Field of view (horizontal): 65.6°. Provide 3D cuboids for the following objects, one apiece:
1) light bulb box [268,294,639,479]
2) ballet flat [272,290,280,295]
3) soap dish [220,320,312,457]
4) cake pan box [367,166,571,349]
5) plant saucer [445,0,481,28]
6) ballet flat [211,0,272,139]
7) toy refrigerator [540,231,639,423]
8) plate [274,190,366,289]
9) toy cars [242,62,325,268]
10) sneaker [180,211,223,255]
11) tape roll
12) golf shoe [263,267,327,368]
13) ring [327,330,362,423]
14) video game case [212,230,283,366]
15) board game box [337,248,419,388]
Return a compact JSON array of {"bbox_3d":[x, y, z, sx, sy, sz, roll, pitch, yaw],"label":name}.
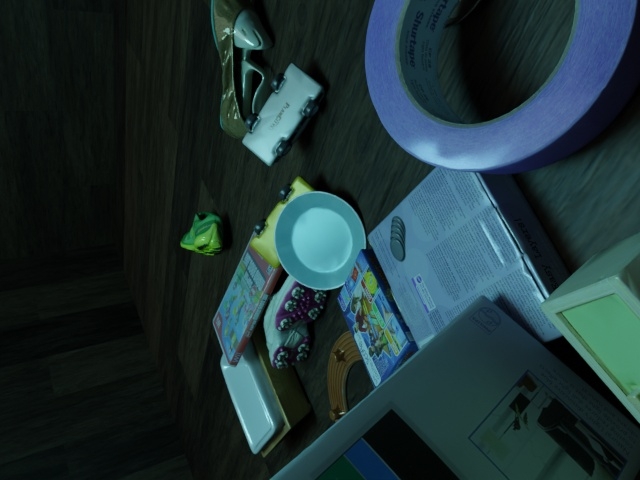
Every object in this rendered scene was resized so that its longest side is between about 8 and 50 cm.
[{"bbox_3d":[0.096,0.314,0.548,0.225,0.361,0.358,43,141,24],"label":"light bulb box"},{"bbox_3d":[-0.108,0.167,1.229,0.041,0.041,0.114,53,140,37],"label":"ballet flat"},{"bbox_3d":[-0.144,0.370,1.262,0.291,0.118,0.229,62,145,28],"label":"soap dish"},{"bbox_3d":[0.191,0.044,0.664,0.267,0.070,0.246,67,149,21],"label":"cake pan box"},{"bbox_3d":[0.165,-0.355,0.624,0.168,0.029,0.169,26,121,53],"label":"plant saucer"},{"bbox_3d":[-0.165,-0.391,1.098,0.124,0.116,0.343,20,118,33],"label":"ballet flat"},{"bbox_3d":[0.306,0.124,0.373,0.270,0.094,0.102,51,162,10],"label":"toy refrigerator"},{"bbox_3d":[0.000,0.000,0.935,0.188,0.024,0.188,4,101,23],"label":"plate"},{"bbox_3d":[-0.059,-0.142,0.994,0.176,0.087,0.394,2,101,22],"label":"toy cars"},{"bbox_3d":[-0.351,-0.021,1.529,0.295,0.109,0.124,-8,67,62],"label":"sneaker"},{"bbox_3d":[0.180,-0.208,0.514,0.274,0.090,0.275,5,97,43],"label":"tape roll"},{"bbox_3d":[-0.074,0.147,1.091,0.140,0.115,0.306,56,141,39],"label":"golf shoe"},{"bbox_3d":[0.100,0.335,0.933,0.336,0.032,0.337,25,119,55],"label":"ring"},{"bbox_3d":[-0.178,0.128,1.196,0.285,0.025,0.204,-64,29,11],"label":"video game case"},{"bbox_3d":[0.094,0.132,0.839,0.201,0.035,0.136,-113,34,-41],"label":"board game box"}]
